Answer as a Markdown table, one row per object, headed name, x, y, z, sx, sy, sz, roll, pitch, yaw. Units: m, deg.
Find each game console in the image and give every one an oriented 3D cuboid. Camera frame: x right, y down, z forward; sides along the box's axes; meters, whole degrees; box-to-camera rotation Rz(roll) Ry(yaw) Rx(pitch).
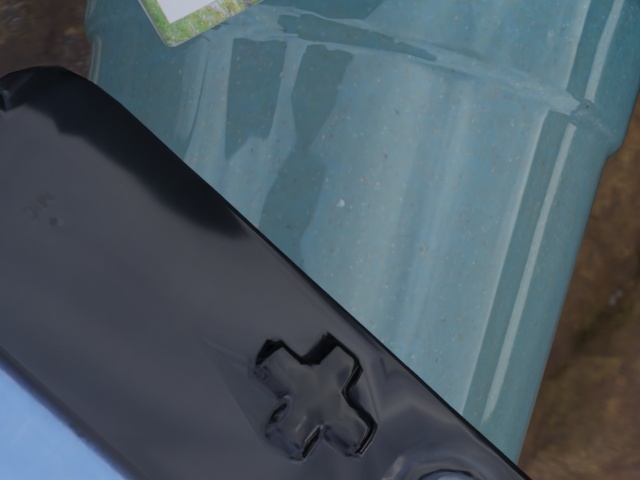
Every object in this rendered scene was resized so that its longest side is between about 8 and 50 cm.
| name | x | y | z | sx | sy | sz | roll | pitch | yaw |
| --- | --- | --- | --- | --- | --- | --- | --- | --- | --- |
| game console | -0.071 | 0.165 | 0.454 | 0.342 | 0.060 | 0.386 | 45 | 51 | -8 |

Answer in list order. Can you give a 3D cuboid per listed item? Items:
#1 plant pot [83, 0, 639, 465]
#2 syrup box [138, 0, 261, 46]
| name | x | y | z | sx | sy | sz | roll | pitch | yaw |
| --- | --- | --- | --- | --- | --- | --- | --- | --- | --- |
| plant pot | 0.000 | 0.000 | 0.871 | 0.341 | 0.341 | 0.334 | 15 | 82 | -21 |
| syrup box | 0.021 | -0.175 | 0.554 | 0.237 | 0.096 | 0.093 | -28 | 123 | 1 |
